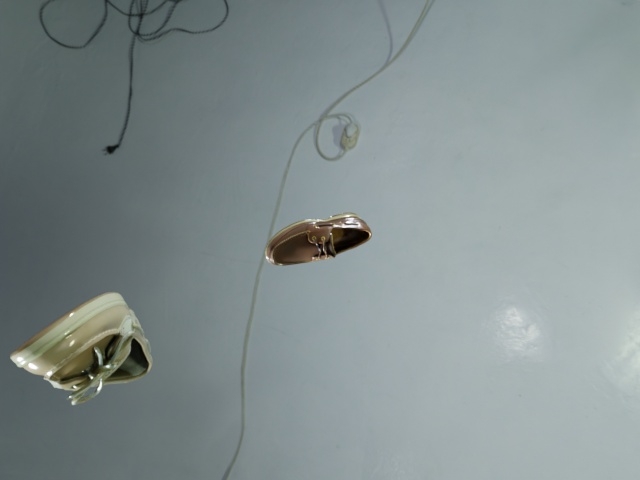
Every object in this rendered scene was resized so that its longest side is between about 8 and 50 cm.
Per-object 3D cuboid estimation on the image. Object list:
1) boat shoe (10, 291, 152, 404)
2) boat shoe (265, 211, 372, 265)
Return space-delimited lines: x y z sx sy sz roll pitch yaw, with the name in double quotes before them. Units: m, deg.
"boat shoe" -0.253 0.130 0.493 0.105 0.285 0.089 -36 87 -15
"boat shoe" 0.000 0.000 0.662 0.178 0.060 0.064 -17 116 -20
